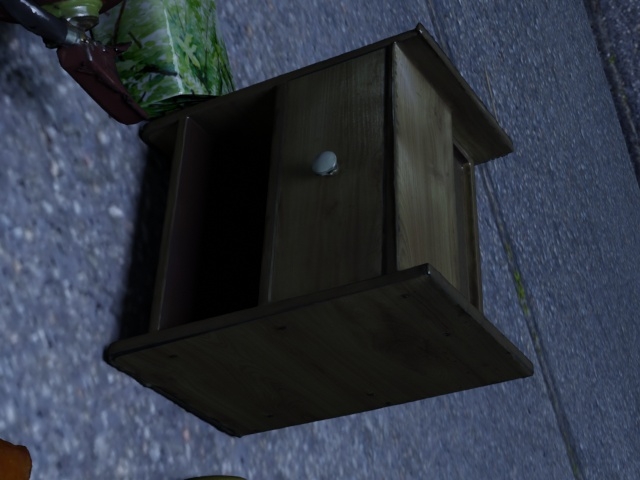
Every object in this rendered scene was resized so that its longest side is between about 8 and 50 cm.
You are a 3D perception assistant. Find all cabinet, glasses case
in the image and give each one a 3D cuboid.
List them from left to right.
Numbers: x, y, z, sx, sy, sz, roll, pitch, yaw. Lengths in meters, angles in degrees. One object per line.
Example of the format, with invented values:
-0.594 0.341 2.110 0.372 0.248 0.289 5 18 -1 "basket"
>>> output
-0.121 -0.218 0.726 0.095 0.062 0.272 -8 84 -63 "glasses case"
0.000 0.000 0.671 0.148 0.215 0.175 43 41 -47 "cabinet"

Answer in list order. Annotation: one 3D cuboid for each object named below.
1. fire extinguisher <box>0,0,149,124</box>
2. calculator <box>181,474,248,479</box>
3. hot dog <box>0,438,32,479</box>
-0.167 -0.230 0.596 0.141 0.105 0.341 -5 78 -71 "fire extinguisher"
-0.068 0.217 0.593 0.236 0.033 0.157 -14 90 -72 "calculator"
-0.190 0.087 0.388 0.261 0.093 0.123 11 56 -60 "hot dog"
